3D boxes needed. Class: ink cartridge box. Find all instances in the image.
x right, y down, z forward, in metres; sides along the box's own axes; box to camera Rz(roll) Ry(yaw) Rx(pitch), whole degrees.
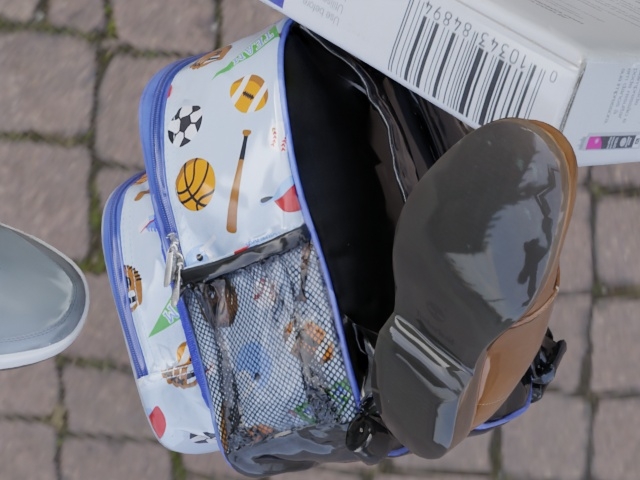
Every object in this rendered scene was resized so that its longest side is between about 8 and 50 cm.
[{"bbox_3d":[0.116,-0.140,1.096,0.324,0.330,0.071,34,115,37],"label":"ink cartridge box"}]

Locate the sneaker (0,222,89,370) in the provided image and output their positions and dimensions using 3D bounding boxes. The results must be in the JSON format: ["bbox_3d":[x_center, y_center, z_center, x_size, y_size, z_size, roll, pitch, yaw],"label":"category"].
[{"bbox_3d":[-0.272,-0.008,1.161,0.295,0.178,0.124,13,70,-14],"label":"sneaker"}]

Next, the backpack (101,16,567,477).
[{"bbox_3d":[0.000,0.000,1.142,0.213,0.276,0.263,-11,86,24],"label":"backpack"}]

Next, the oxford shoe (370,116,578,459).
[{"bbox_3d":[0.080,0.012,0.881,0.076,0.076,0.212,47,146,22],"label":"oxford shoe"}]
